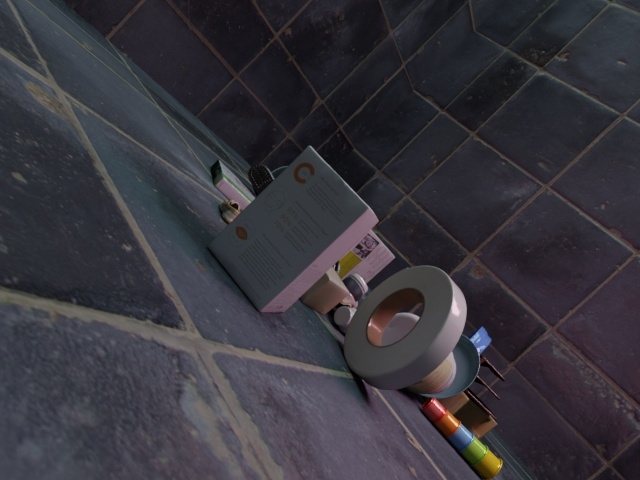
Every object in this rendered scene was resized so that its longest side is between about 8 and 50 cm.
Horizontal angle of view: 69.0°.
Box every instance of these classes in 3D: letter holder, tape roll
[{"bbox_3d":[0.700,0.615,1.962,0.214,0.152,0.302,46,2,18],"label":"letter holder"},{"bbox_3d":[0.233,0.239,1.339,0.072,0.392,0.392,44,5,-22],"label":"tape roll"}]

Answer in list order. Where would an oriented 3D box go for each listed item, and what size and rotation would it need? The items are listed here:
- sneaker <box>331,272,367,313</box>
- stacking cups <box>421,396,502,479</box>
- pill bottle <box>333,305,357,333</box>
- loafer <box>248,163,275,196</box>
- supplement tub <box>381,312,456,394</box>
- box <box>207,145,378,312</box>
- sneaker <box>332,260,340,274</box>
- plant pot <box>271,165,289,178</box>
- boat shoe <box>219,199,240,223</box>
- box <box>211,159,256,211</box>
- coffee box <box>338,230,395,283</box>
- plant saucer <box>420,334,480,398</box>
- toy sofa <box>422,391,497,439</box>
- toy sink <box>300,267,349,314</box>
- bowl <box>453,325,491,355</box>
[{"bbox_3d":[0.074,0.224,1.770,0.126,0.127,0.321,48,-22,13],"label":"sneaker"},{"bbox_3d":[0.496,0.696,1.653,0.316,0.096,0.096,45,4,7],"label":"stacking cups"},{"bbox_3d":[0.118,0.295,1.646,0.169,0.094,0.094,42,6,-46],"label":"pill bottle"},{"bbox_3d":[-0.213,-0.176,2.140,0.130,0.133,0.366,127,-60,-82],"label":"loafer"},{"bbox_3d":[0.353,0.430,1.727,0.325,0.235,0.235,42,6,-43],"label":"supplement tub"},{"bbox_3d":[-0.061,-0.017,1.139,0.215,0.345,0.168,48,5,17],"label":"box"},{"bbox_3d":[0.022,0.109,2.153,0.086,0.132,0.229,42,7,-46],"label":"sneaker"},{"bbox_3d":[-0.163,-0.204,2.341,0.293,0.293,0.235,46,-11,-3],"label":"plant pot"},{"bbox_3d":[-0.295,-0.103,1.551,0.063,0.059,0.170,44,5,-27],"label":"boat shoe"},{"bbox_3d":[-0.360,-0.215,1.985,0.232,0.058,0.322,44,4,-26],"label":"box"},{"bbox_3d":[0.176,0.046,2.818,0.334,0.338,0.338,44,5,-37],"label":"coffee box"},{"bbox_3d":[0.489,0.507,1.891,0.044,0.317,0.318,59,-4,-35],"label":"plant saucer"},{"bbox_3d":[0.585,0.709,1.975,0.362,0.150,0.177,43,7,-38],"label":"toy sofa"},{"bbox_3d":[-0.034,0.116,1.596,0.234,0.131,0.153,56,9,36],"label":"toy sink"},{"bbox_3d":[0.613,0.548,2.102,0.077,0.391,0.391,47,5,19],"label":"bowl"}]
